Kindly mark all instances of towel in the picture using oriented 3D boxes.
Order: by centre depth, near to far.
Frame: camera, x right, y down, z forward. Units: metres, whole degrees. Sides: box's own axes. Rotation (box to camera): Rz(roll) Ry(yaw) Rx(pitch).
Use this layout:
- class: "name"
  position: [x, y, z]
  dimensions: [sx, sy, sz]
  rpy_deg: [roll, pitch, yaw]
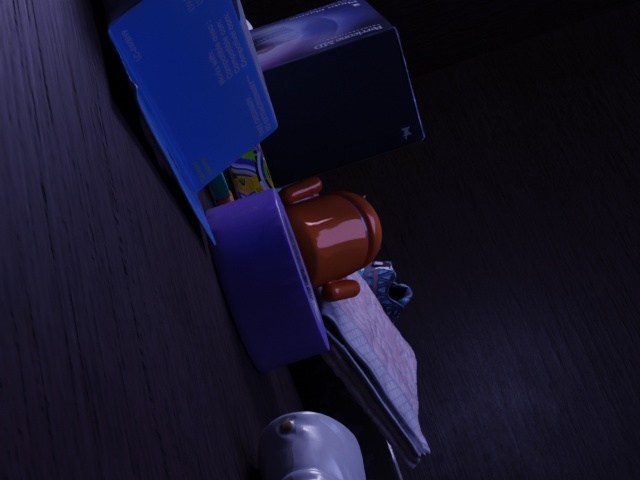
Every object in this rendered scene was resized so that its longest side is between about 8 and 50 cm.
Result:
- class: "towel"
  position: [0.071, 0.159, 1.418]
  dimensions: [0.331, 0.053, 0.317]
  rpy_deg: [55, 14, -22]

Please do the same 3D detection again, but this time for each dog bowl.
- class: "dog bowl"
  position: [0.058, 0.321, 1.559]
  dimensions: [0.349, 0.102, 0.348]
  rpy_deg: [-20, 90, -89]

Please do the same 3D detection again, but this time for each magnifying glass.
- class: "magnifying glass"
  position: [-0.125, -0.074, 1.023]
  dimensions: [0.092, 0.026, 0.230]
  rpy_deg: [-116, -175, -58]

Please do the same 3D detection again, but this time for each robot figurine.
- class: "robot figurine"
  position: [0.000, 0.002, 1.257]
  dimensions: [0.158, 0.219, 0.128]
  rpy_deg: [43, -46, 29]

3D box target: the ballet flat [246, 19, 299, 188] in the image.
- class: "ballet flat"
  position: [-0.143, -0.271, 1.597]
  dimensions: [0.139, 0.139, 0.400]
  rpy_deg: [70, -2, -66]

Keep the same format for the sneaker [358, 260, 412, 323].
- class: "sneaker"
  position: [0.128, 0.140, 1.717]
  dimensions: [0.261, 0.125, 0.104]
  rpy_deg: [69, 5, -46]

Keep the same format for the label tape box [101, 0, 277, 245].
- class: "label tape box"
  position: [-0.126, -0.207, 0.827]
  dimensions: [0.249, 0.115, 0.347]
  rpy_deg: [71, -1, -60]

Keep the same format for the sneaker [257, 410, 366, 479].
- class: "sneaker"
  position: [0.029, 0.262, 0.723]
  dimensions: [0.169, 0.108, 0.292]
  rpy_deg: [-103, 174, -49]

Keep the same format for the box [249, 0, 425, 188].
- class: "box"
  position: [-0.029, -0.229, 1.319]
  dimensions: [0.294, 0.297, 0.182]
  rpy_deg: [-108, 180, -64]

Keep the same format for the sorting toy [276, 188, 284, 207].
- class: "sorting toy"
  position: [-0.013, -0.070, 1.668]
  dimensions: [0.196, 0.047, 0.348]
  rpy_deg: [39, 20, 13]

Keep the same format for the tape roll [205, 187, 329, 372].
- class: "tape roll"
  position: [-0.057, 0.043, 0.947]
  dimensions: [0.189, 0.080, 0.188]
  rpy_deg: [-18, 90, -90]

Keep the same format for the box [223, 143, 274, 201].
- class: "box"
  position: [-0.087, -0.041, 1.137]
  dimensions: [0.059, 0.054, 0.168]
  rpy_deg: [131, -56, -62]
